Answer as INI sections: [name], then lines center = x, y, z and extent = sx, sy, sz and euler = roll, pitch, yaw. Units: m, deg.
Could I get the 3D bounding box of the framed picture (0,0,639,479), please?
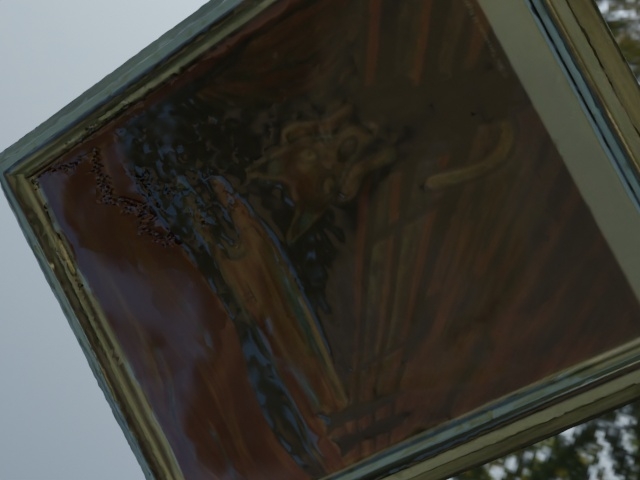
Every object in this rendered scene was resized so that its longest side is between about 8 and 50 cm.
[framed picture]
center = 0.000, 0.000, 0.465
extent = 0.216, 0.273, 0.016
euler = 62, -152, 4
